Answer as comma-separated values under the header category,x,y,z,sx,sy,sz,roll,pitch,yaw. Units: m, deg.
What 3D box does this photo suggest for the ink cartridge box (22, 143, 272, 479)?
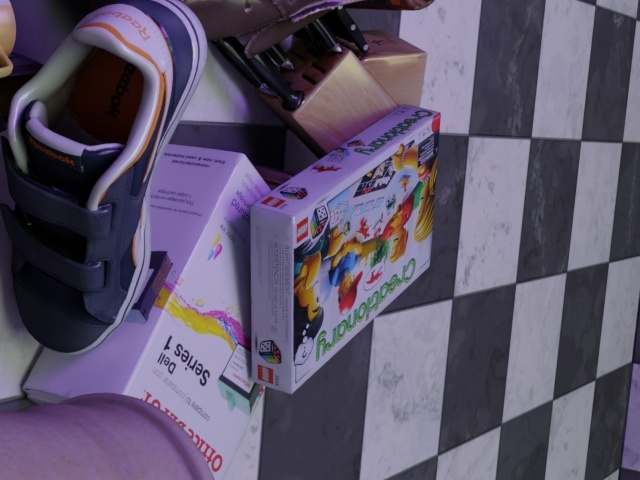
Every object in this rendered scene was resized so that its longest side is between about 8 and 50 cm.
category,x,y,z,sx,sy,sz,roll,pitch,yaw
ink cartridge box,-0.131,0.078,1.133,0.201,0.117,0.278,54,53,-49

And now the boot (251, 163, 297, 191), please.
category,x,y,z,sx,sy,sz,roll,pitch,yaw
boot,0.000,0.000,1.351,0.305,0.112,0.115,36,78,-58

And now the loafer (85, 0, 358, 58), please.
category,x,y,z,sx,sy,sz,roll,pitch,yaw
loafer,-0.059,-0.249,1.101,0.366,0.133,0.130,-13,140,-25

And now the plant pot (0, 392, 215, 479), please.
category,x,y,z,sx,sy,sz,roll,pitch,yaw
plant pot,-0.282,0.235,0.779,0.305,0.334,0.333,26,75,-46

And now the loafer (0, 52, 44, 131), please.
category,x,y,z,sx,sy,sz,roll,pitch,yaw
loafer,-0.271,-0.105,0.911,0.170,0.061,0.062,-43,133,-45

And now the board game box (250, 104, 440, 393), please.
category,x,y,z,sx,sy,sz,roll,pitch,yaw
board game box,0.031,-0.001,1.196,0.305,0.053,0.192,-38,137,-50

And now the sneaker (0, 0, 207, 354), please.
category,x,y,z,sx,sy,sz,roll,pitch,yaw
sneaker,-0.196,-0.041,0.930,0.127,0.126,0.321,-36,148,-66

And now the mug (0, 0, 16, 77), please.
category,x,y,z,sx,sy,sz,roll,pitch,yaw
mug,-0.272,-0.162,0.889,0.064,0.078,0.062,-17,123,-47

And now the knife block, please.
category,x,y,z,sx,sy,sz,roll,pitch,yaw
knife block,-0.010,-0.147,1.270,0.242,0.088,0.275,-11,122,-30

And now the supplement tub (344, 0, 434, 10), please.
category,x,y,z,sx,sy,sz,roll,pitch,yaw
supplement tub,0.065,-0.304,1.278,0.106,0.198,0.106,-24,118,-55
